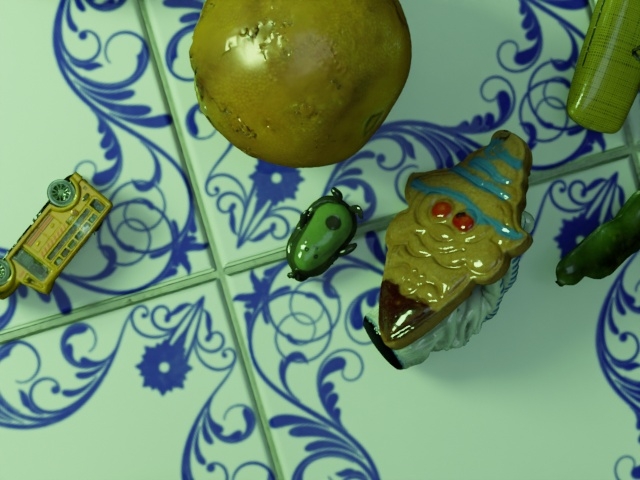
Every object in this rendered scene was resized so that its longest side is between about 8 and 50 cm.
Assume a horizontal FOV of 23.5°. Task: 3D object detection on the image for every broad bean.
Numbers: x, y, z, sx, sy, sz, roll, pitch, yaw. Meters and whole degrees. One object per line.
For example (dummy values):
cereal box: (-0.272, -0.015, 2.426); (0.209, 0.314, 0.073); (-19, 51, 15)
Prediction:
broad bean: (0.359, -0.071, 1.743); (0.144, 0.049, 0.292); (19, 93, -33)

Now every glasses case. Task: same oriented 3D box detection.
glasses case: (0.344, -0.236, 1.749); (0.079, 0.064, 0.234); (19, 89, -23)

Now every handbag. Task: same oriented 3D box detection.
handbag: (0.000, 0.000, 1.711); (0.072, 0.047, 0.111); (36, 83, -6)

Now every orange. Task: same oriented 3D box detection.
orange: (-0.021, -0.194, 1.614); (0.240, 0.240, 0.240); (0, 90, -8)

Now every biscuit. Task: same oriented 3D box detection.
biscuit: (0.141, -0.006, 1.674); (0.280, 0.183, 0.043); (-55, 136, -14)

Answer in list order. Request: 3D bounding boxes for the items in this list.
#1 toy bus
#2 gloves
toy bus: (-0.296, 0.004, 1.657); (0.074, 0.069, 0.162); (39, 84, -9)
gloves: (0.149, 0.048, 1.711); (0.229, 0.097, 0.119); (-42, 68, 5)
